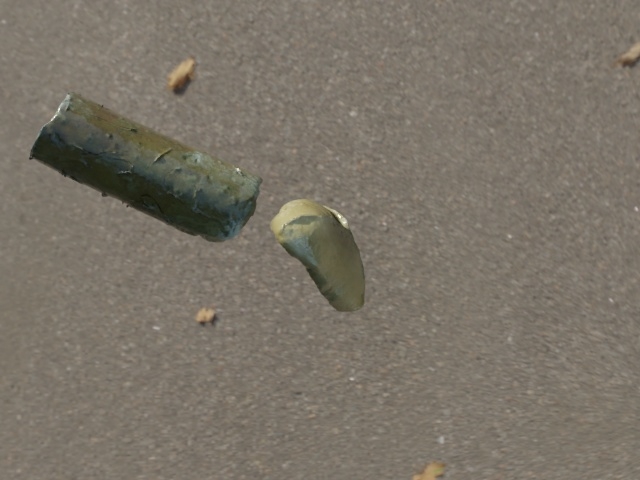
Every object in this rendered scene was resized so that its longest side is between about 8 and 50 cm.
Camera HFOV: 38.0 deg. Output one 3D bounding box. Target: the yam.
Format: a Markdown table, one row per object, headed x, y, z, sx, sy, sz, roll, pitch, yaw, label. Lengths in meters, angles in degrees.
| x | y | z | sx | sy | sz | roll | pitch | yaw | label |
| --- | --- | --- | --- | --- | --- | --- | --- | --- | --- |
| -0.104 | -0.042 | 0.565 | 0.132 | 0.054 | 0.054 | 25 | 90 | -12 | yam |

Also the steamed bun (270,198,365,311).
| x | y | z | sx | sy | sz | roll | pitch | yaw | label |
| --- | --- | --- | --- | --- | --- | --- | --- | --- | --- |
| -0.001 | -0.008 | 1.676 | 0.110 | 0.231 | 0.212 | -34 | 37 | 7 | steamed bun |
